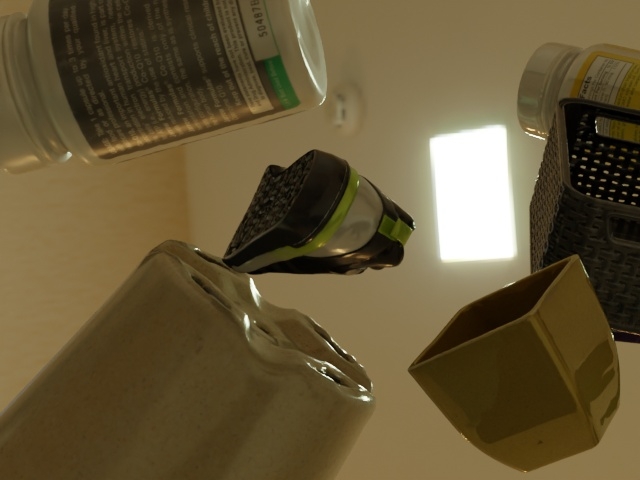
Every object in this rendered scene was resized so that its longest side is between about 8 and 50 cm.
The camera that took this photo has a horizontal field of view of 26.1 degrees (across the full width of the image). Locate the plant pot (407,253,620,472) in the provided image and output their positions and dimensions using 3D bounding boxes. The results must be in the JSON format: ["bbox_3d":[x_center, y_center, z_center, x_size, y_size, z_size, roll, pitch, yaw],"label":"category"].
[{"bbox_3d":[0.111,0.071,0.721,0.081,0.081,0.083,-29,-84,34],"label":"plant pot"}]

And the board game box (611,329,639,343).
[{"bbox_3d":[0.449,0.086,1.619,0.346,0.208,0.056,5,-83,23],"label":"board game box"}]

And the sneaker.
[{"bbox_3d":[0.000,0.000,0.960,0.084,0.097,0.234,-64,-168,-8],"label":"sneaker"}]

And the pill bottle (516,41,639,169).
[{"bbox_3d":[0.308,-0.130,1.367,0.208,0.119,0.119,19,-67,35],"label":"pill bottle"}]

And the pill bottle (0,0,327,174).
[{"bbox_3d":[-0.189,-0.197,1.490,0.204,0.361,0.204,-15,90,-82],"label":"pill bottle"}]

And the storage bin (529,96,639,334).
[{"bbox_3d":[0.204,-0.017,0.893,0.180,0.122,0.084,-73,175,-63],"label":"storage bin"}]

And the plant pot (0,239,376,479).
[{"bbox_3d":[-0.126,0.182,1.126,0.305,0.334,0.334,-54,-142,7],"label":"plant pot"}]
